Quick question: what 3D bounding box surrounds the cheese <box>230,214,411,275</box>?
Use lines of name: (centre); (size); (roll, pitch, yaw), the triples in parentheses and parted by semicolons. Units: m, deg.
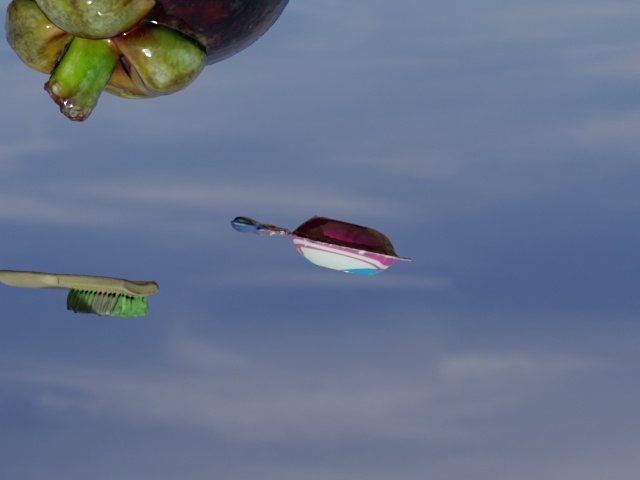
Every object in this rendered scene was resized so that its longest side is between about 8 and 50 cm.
cheese: (0.000, 0.000, 1.227); (0.145, 0.038, 0.095); (13, 180, 27)

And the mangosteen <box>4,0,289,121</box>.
mangosteen: (-0.171, -0.271, 1.439); (0.300, 0.300, 0.300); (1, -165, 0)

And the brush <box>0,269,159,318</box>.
brush: (-0.287, 0.059, 1.823); (0.054, 0.048, 0.282); (13, 174, -41)
